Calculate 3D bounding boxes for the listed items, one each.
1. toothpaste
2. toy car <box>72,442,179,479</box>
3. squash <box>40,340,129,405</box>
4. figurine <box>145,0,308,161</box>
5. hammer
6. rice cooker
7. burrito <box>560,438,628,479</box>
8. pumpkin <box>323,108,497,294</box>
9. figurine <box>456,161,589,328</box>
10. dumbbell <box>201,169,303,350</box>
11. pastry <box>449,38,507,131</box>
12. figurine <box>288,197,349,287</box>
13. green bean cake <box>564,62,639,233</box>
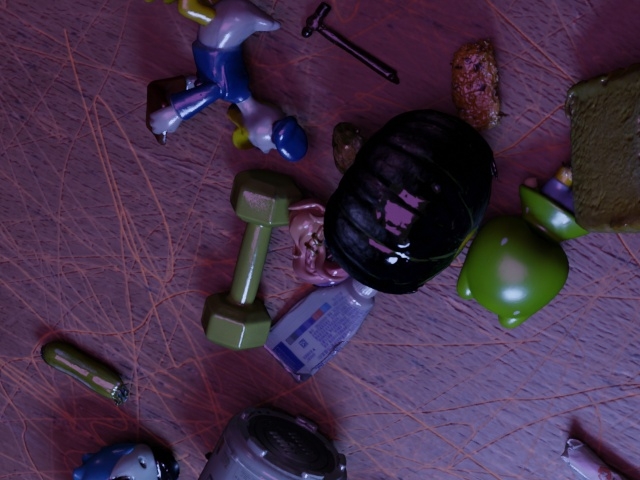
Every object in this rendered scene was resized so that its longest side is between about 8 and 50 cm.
[{"bbox_3d":[0.017,0.128,1.980,0.282,0.068,0.099,-44,61,30],"label":"toothpaste"},{"bbox_3d":[-0.366,0.482,2.108,0.190,0.188,0.255,3,109,22],"label":"toy car"},{"bbox_3d":[-0.422,0.235,2.125,0.183,0.052,0.052,29,110,6],"label":"squash"},{"bbox_3d":[-0.161,-0.235,1.853,0.338,0.204,0.283,45,111,-4],"label":"figurine"},{"bbox_3d":[0.054,-0.305,1.866,0.178,0.021,0.065,35,110,3],"label":"hammer"},{"bbox_3d":[-0.092,0.426,1.994,0.280,0.241,0.227,39,110,37],"label":"rice cooker"},{"bbox_3d":[0.472,0.398,1.929,0.203,0.064,0.064,39,111,1],"label":"burrito"},{"bbox_3d":[0.111,-0.076,1.775,0.295,0.296,0.296,4,106,14],"label":"pumpkin"},{"bbox_3d":[0.325,0.004,1.825,0.162,0.143,0.263,34,100,-3],"label":"figurine"},{"bbox_3d":[-0.116,0.034,1.959,0.108,0.121,0.302,9,108,-18],"label":"dumbbell"},{"bbox_3d":[0.239,-0.235,1.818,0.080,0.056,0.140,-12,102,9],"label":"pastry"},{"bbox_3d":[-0.005,0.009,1.892,0.114,0.126,0.157,-45,126,-4],"label":"figurine"},{"bbox_3d":[0.468,-0.128,1.683,0.124,0.233,0.236,1,86,-26],"label":"green bean cake"}]
